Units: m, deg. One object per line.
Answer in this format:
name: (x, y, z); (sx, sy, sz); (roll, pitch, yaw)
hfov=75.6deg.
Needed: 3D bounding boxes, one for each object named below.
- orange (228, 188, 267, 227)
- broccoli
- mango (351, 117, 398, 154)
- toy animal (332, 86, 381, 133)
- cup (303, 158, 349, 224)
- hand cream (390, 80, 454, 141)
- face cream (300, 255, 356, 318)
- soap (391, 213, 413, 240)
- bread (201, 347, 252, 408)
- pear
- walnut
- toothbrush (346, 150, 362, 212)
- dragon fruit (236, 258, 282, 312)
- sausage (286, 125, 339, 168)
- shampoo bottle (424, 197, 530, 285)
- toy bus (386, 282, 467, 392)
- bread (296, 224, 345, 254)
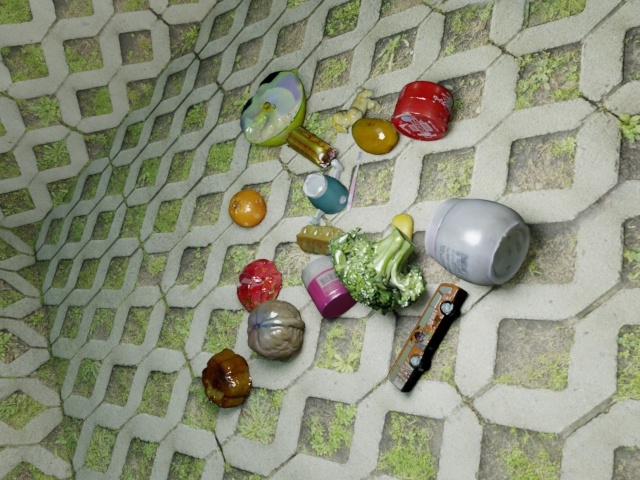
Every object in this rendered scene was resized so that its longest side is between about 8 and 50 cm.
orange: (-0.363, -0.159, 2.030); (0.193, 0.161, 0.194); (-10, 67, 25)
broccoli: (0.211, 0.108, 1.509); (0.317, 0.277, 0.339); (-18, 71, 34)
mango: (0.228, -0.445, 1.766); (0.221, 0.120, 0.152); (15, 111, 35)
toy animal: (0.157, -0.585, 1.875); (0.233, 0.121, 0.168); (-50, 44, 5)
cup: (0.015, -0.213, 1.799); (0.167, 0.173, 0.300); (21, 85, 34)
hand cream: (0.401, -0.506, 1.623); (0.230, 0.230, 0.150); (10, 77, 34)
face cream: (0.035, 0.185, 1.649); (0.175, 0.175, 0.195); (-41, 56, 14)
soap: (0.320, -0.026, 1.626); (0.089, 0.033, 0.169); (-3, 72, 34)
bread: (-0.413, 0.620, 1.813); (0.246, 0.135, 0.232); (30, 105, 34)
pear: (-0.206, -0.634, 2.087); (0.398, 0.165, 0.399); (-11, 68, 30)
walnut: (-0.179, 0.365, 1.696); (0.248, 0.248, 0.249); (-11, 68, 29)
toothbrush: (0.148, -0.262, 1.822); (0.020, 0.025, 0.287); (5, 77, 34)
dragon fruit: (-0.288, 0.211, 1.877); (0.163, 0.189, 0.262); (12, 84, 66)
sausage: (-0.027, -0.423, 1.927); (0.125, 0.117, 0.317); (-32, 51, -23)
shampoo bottle: (0.508, -0.002, 1.352); (0.266, 0.273, 0.273); (31, 92, 46)
toy bus: (0.374, 0.335, 1.434); (0.092, 0.093, 0.409); (31, 91, 43)
bread: (0.000, 0.000, 1.775); (0.231, 0.088, 0.128); (4, 103, 32)
